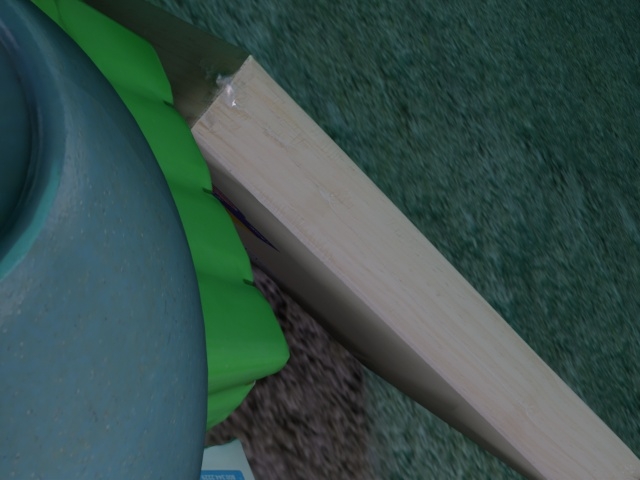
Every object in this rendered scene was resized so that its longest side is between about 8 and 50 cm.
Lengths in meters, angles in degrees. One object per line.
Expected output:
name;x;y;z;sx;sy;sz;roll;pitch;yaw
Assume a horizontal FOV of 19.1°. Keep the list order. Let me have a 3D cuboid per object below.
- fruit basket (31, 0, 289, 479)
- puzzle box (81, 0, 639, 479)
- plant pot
fruit basket;-0.199;0.001;0.789;0.353;0.165;0.327;-1;57;-44
puzzle box;0.000;0.000;1.126;0.409;0.052;0.272;45;-7;-37
plant pot;-0.158;0.014;0.561;0.290;0.195;0.290;9;58;-14
